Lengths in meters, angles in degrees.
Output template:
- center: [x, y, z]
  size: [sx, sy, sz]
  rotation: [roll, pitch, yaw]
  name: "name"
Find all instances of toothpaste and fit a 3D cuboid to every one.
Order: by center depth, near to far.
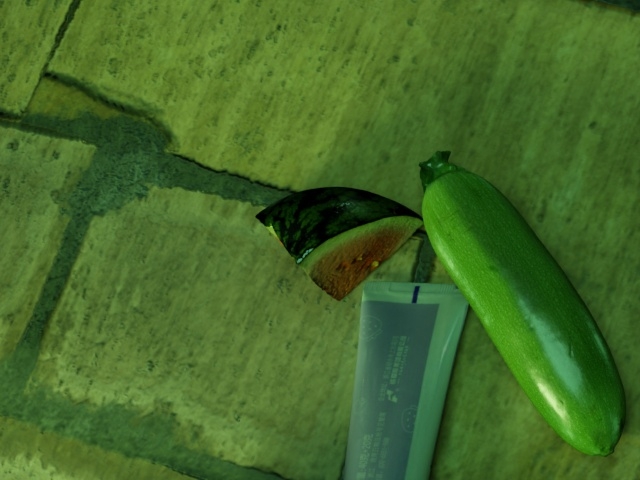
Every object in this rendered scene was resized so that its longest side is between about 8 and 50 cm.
- center: [0.078, 0.208, 1.800]
  size: [0.125, 0.080, 0.371]
  rotation: [1, 64, 20]
  name: "toothpaste"

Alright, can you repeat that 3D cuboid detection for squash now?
- center: [0.210, 0.055, 1.797]
  size: [0.107, 0.107, 0.395]
  rotation: [-32, 61, 4]
  name: "squash"

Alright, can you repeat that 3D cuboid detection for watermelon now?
- center: [0.001, -0.020, 1.901]
  size: [0.145, 0.193, 0.137]
  rotation: [48, 134, 30]
  name: "watermelon"
